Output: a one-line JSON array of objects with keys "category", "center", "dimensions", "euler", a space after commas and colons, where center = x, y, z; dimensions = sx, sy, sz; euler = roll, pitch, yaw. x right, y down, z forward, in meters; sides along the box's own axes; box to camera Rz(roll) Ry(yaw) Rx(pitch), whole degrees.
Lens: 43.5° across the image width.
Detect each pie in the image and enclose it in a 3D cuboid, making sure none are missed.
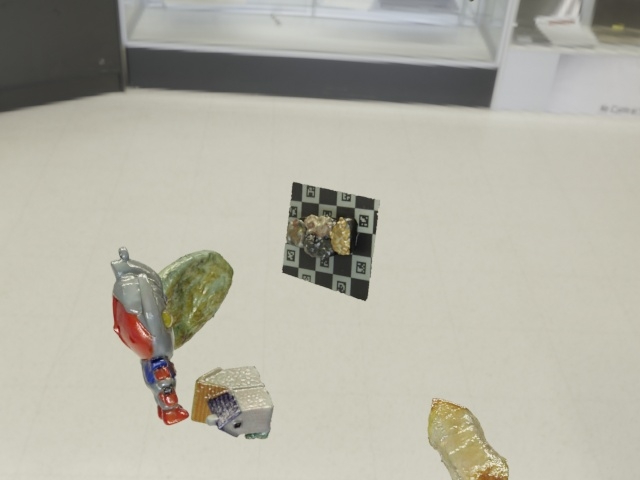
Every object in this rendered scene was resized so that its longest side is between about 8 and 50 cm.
[{"category": "pie", "center": [-0.205, 0.090, 1.196], "dimensions": [0.041, 0.187, 0.187], "euler": [35, 45, 26]}]

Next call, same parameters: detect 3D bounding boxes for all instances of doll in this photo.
[{"category": "doll", "center": [-0.183, 0.100, 0.851], "dimensions": [0.062, 0.195, 0.104], "euler": [-16, 6, -4]}]

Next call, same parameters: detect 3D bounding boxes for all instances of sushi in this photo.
[{"category": "sushi", "center": [0.000, 0.000, 1.508], "dimensions": [0.215, 0.192, 0.050], "euler": [15, 13, 37]}]

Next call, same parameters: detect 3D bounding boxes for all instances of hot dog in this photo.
[{"category": "hot dog", "center": [0.197, 0.287, 1.069], "dimensions": [0.078, 0.061, 0.169], "euler": [-22, 54, -8]}]

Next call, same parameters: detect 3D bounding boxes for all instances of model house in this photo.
[{"category": "model house", "center": [-0.134, 0.250, 1.184], "dimensions": [0.100, 0.088, 0.101], "euler": [-3, 34, -28]}]
